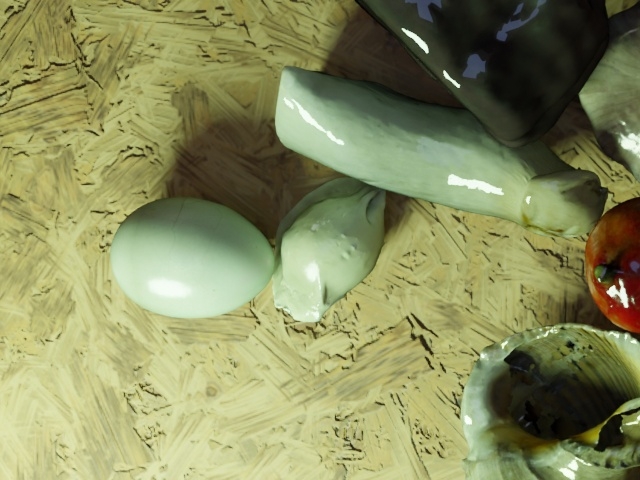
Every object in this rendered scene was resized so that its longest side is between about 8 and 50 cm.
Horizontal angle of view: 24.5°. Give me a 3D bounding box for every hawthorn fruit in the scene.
[{"bbox_3d":[0.369,0.022,1.637,0.169,0.188,0.169,-10,78,54],"label":"hawthorn fruit"}]

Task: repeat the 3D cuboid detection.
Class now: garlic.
[{"bbox_3d":[0.406,-0.177,1.620,0.245,0.253,0.245,-1,87,14],"label":"garlic"}]

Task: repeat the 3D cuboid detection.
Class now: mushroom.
[{"bbox_3d":[0.143,-0.103,1.735,0.397,0.177,0.126,19,92,8],"label":"mushroom"}]

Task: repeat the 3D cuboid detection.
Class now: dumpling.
[{"bbox_3d":[0.002,0.000,1.823,0.155,0.181,0.111,16,140,39],"label":"dumpling"}]

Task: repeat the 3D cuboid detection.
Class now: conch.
[{"bbox_3d":[0.295,0.221,1.722,0.324,0.186,0.263,-31,72,26],"label":"conch"}]

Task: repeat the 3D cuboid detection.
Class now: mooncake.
[{"bbox_3d":[0.138,-0.295,1.603,0.212,0.350,0.381,-49,67,11],"label":"mooncake"}]

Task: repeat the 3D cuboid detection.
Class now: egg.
[{"bbox_3d":[-0.159,0.022,1.836,0.209,0.151,0.151,3,97,11],"label":"egg"}]
